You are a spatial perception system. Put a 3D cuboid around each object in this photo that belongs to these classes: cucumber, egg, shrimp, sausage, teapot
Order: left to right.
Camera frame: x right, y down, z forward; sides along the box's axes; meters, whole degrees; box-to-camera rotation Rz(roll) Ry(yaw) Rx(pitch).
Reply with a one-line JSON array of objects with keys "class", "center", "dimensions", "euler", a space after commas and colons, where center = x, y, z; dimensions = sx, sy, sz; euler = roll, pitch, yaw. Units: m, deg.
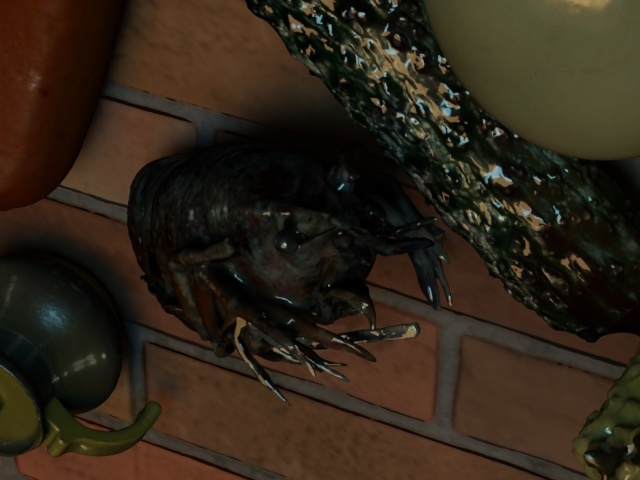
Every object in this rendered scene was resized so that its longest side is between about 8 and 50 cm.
[{"class": "teapot", "center": [-0.190, 0.088, 1.341], "dimensions": [0.166, 0.119, 0.130], "euler": [38, 136, -1]}, {"class": "sausage", "center": [-0.162, -0.144, 1.161], "dimensions": [0.094, 0.097, 0.348], "euler": [24, 134, -1]}, {"class": "shrimp", "center": [-0.001, 0.000, 1.120], "dimensions": [0.372, 0.172, 0.137], "euler": [16, 130, 58]}, {"class": "cucumber", "center": [0.072, -0.069, 1.076], "dimensions": [0.359, 0.096, 0.096], "euler": [49, 134, -10]}, {"class": "egg", "center": [0.136, -0.152, 0.908], "dimensions": [0.186, 0.186, 0.241], "euler": [13, 121, 23]}]

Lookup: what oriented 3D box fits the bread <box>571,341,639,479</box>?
[{"class": "bread", "center": [0.284, 0.091, 1.032], "dimensions": [0.262, 0.162, 0.204], "euler": [-37, 100, 21]}]
